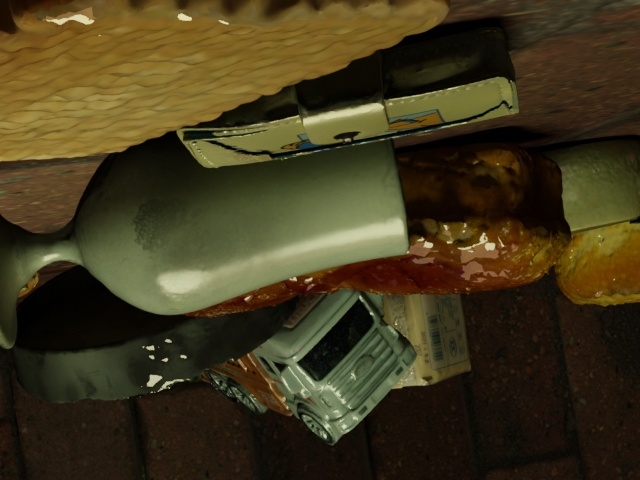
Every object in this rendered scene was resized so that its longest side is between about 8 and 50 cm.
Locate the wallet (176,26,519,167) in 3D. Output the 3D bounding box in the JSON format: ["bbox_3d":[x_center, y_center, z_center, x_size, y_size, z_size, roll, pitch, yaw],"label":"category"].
[{"bbox_3d":[0.015,-0.064,0.719,0.155,0.039,0.110,-10,178,8],"label":"wallet"}]

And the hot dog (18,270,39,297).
[{"bbox_3d":[-0.361,0.048,1.335,0.250,0.076,0.104,-12,177,15],"label":"hot dog"}]

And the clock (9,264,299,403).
[{"bbox_3d":[-0.159,0.064,1.439,0.281,0.055,0.280,-14,-161,5],"label":"clock"}]

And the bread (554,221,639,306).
[{"bbox_3d":[0.347,-0.013,1.515,0.268,0.145,0.268,-5,176,0],"label":"bread"}]

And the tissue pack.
[{"bbox_3d":[0.094,0.061,1.695,0.092,0.196,0.148,-9,178,27],"label":"tissue pack"}]

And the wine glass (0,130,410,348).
[{"bbox_3d":[-0.071,-0.013,0.841,0.231,0.103,0.103,-13,177,-3],"label":"wine glass"}]

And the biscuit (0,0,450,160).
[{"bbox_3d":[-0.086,-0.062,0.556,0.160,0.030,0.250,-6,176,-36],"label":"biscuit"}]

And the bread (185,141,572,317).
[{"bbox_3d":[0.000,0.000,1.202,0.380,0.109,0.185,-7,177,25],"label":"bread"}]

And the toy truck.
[{"bbox_3d":[-0.047,0.090,1.595,0.136,0.162,0.305,-46,-153,-18],"label":"toy truck"}]

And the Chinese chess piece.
[{"bbox_3d":[0.200,-0.038,1.343,0.188,0.083,0.188,-12,177,-1],"label":"Chinese chess piece"}]
